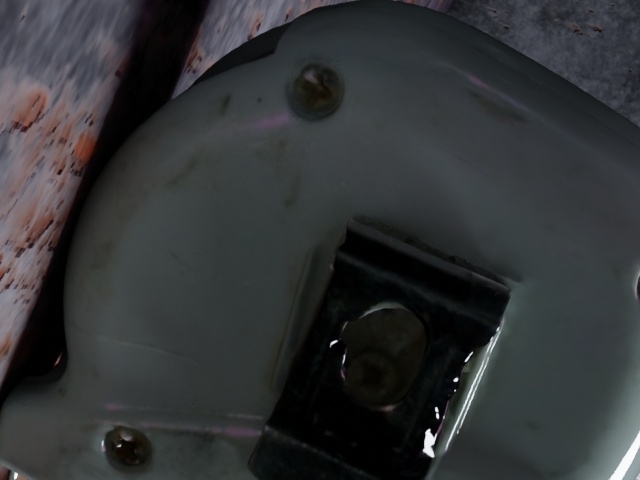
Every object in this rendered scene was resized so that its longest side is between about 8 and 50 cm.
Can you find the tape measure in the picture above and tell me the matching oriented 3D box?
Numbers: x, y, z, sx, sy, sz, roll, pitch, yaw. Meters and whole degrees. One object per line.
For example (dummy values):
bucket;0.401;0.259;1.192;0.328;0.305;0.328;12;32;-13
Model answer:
tape measure;0.013;0.036;0.563;0.125;0.243;0.246;-61;170;-64
